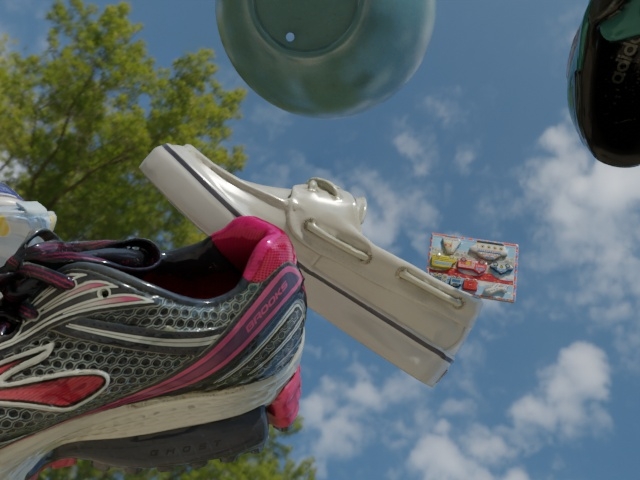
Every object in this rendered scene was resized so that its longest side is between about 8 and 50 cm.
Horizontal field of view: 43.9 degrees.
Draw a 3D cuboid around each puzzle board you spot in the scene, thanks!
[{"bbox_3d":[0.217,0.036,1.136,0.128,0.097,0.011,8,-32,6],"label":"puzzle board"}]

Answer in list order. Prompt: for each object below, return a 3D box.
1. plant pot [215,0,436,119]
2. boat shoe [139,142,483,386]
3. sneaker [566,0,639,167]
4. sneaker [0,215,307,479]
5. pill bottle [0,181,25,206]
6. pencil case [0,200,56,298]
[{"bbox_3d":[-0.003,-0.288,0.966,0.290,0.195,0.291,2,-78,7],"label":"plant pot"},{"bbox_3d":[0.000,0.000,0.573,0.267,0.096,0.088,35,-91,-4],"label":"boat shoe"},{"bbox_3d":[0.224,-0.181,0.479,0.108,0.121,0.302,10,-53,8],"label":"sneaker"},{"bbox_3d":[-0.148,0.052,0.382,0.121,0.299,0.112,41,-47,49],"label":"sneaker"},{"bbox_3d":[-0.593,-0.027,1.415,0.264,0.153,0.153,26,-47,54],"label":"pill bottle"},{"bbox_3d":[-0.344,0.095,0.861,0.124,0.113,0.273,-2,-92,44],"label":"pencil case"}]
